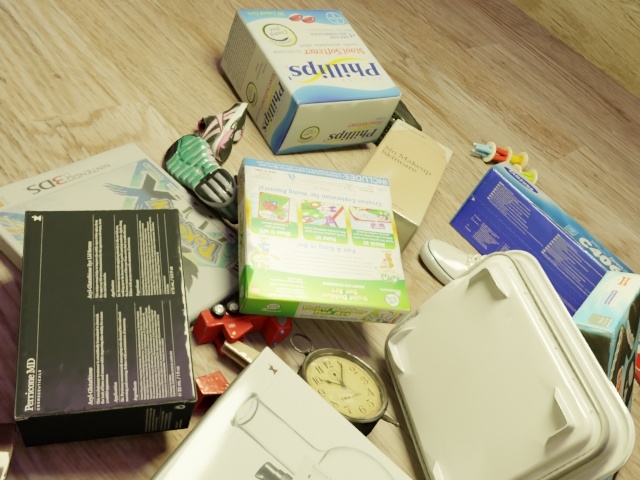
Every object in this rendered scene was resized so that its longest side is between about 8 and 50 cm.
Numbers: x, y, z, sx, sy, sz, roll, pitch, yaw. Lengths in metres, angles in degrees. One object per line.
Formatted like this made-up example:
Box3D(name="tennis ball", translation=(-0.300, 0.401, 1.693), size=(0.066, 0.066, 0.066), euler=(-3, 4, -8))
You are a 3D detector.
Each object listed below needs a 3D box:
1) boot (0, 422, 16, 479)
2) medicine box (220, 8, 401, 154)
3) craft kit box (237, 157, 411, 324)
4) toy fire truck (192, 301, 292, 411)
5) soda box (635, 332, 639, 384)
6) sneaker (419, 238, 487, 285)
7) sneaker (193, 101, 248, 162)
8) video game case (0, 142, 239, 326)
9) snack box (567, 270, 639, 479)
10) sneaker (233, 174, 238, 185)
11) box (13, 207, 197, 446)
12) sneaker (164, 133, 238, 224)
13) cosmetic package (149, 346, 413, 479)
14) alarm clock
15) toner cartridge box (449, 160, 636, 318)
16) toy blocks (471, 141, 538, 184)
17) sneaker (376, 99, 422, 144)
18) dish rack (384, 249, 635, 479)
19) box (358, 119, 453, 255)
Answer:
Box3D(name="boot", translation=(-0.403, 0.251, 0.576), size=(0.207, 0.090, 0.248), euler=(14, 38, -16))
Box3D(name="medicine box", translation=(-0.024, -0.340, 1.372), size=(0.264, 0.149, 0.289), euler=(-13, 58, -33))
Box3D(name="craft kit box", translation=(0.000, 0.000, 0.994), size=(0.250, 0.061, 0.246), euler=(7, 54, -18))
Box3D(name="toy fire truck", translation=(-0.109, 0.151, 0.902), size=(0.192, 0.047, 0.135), euler=(-7, 52, -38))
Box3D(name="soda box", translation=(0.649, 0.194, 1.290), size=(0.084, 0.092, 0.263), euler=(9, 44, -23))
Box3D(name="sneaker", translation=(0.312, 0.063, 1.221), size=(0.258, 0.091, 0.094), euler=(32, 39, 3))
Box3D(name="sneaker", translation=(-0.191, -0.219, 1.235), size=(0.077, 0.072, 0.178), euler=(17, 34, 1))
Box3D(name="video game case", translation=(-0.285, 0.000, 0.963), size=(0.329, 0.036, 0.300), euler=(41, 40, 13))
Box3D(name="snack box", translation=(0.408, 0.227, 0.949), size=(0.060, 0.321, 0.187), euler=(11, 27, 36))
Box3D(name="sneaker", translation=(-0.110, -0.061, 1.115), size=(0.051, 0.089, 0.170), euler=(6, 7, -33))
Box3D(name="box", translation=(-0.255, 0.093, 0.776), size=(0.184, 0.103, 0.261), euler=(0, 56, -19))
Box3D(name="sneaker", translation=(-0.194, -0.098, 1.116), size=(0.083, 0.098, 0.223), euler=(-36, 45, -5))
Box3D(name="cosmetic package", translation=(-0.063, 0.332, 0.667), size=(0.284, 0.097, 0.377), euler=(41, 40, 1))
Box3D(name="alarm clock", translation=(0.014, 0.201, 0.908), size=(0.129, 0.064, 0.192), euler=(-3, 44, -42))
Box3D(name="toner cartridge box", translation=(0.435, 0.019, 1.289), size=(0.075, 0.165, 0.348), euler=(-21, 61, -45))
Box3D(name="toy blocks", translation=(0.450, -0.190, 1.610), size=(0.148, 0.054, 0.123), euler=(13, 42, -20))
Box3D(name="sneaker", translation=(0.125, -0.322, 1.529), size=(0.130, 0.109, 0.286), euler=(-13, 62, -52))
Box3D(name="dish rack", translation=(0.213, 0.190, 0.868), size=(0.072, 0.285, 0.332), euler=(24, 35, -37))
Box3D(name="box", translation=(0.142, -0.100, 1.268), size=(0.148, 0.121, 0.311), euler=(30, 39, 1))
